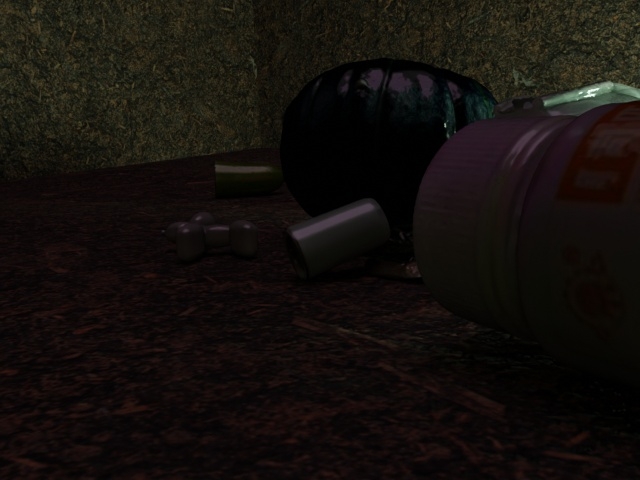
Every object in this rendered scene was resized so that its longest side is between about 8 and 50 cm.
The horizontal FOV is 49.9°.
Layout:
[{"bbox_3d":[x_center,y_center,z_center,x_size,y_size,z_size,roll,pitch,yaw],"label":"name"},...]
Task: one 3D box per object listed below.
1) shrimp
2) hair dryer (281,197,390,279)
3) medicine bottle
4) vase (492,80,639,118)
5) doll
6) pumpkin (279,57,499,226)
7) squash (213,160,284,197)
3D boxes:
[{"bbox_3d":[0.109,0.012,0.950,0.251,0.052,0.144,-2,21,45],"label":"shrimp"},{"bbox_3d":[0.000,0.000,0.988,0.131,0.073,0.236,-23,3,-16],"label":"hair dryer"},{"bbox_3d":[0.268,0.007,0.502,0.219,0.219,0.388,-10,13,-33],"label":"medicine bottle"},{"bbox_3d":[0.391,-0.078,0.877,0.446,0.249,0.250,-8,12,-35],"label":"vase"},{"bbox_3d":[-0.177,-0.010,1.099,0.161,0.059,0.160,-4,11,-6],"label":"doll"},{"bbox_3d":[0.115,-0.141,1.124,0.364,0.266,0.363,2,-5,0],"label":"pumpkin"},{"bbox_3d":[-0.182,-0.159,1.790,0.188,0.095,0.095,-1,11,-7],"label":"squash"}]
